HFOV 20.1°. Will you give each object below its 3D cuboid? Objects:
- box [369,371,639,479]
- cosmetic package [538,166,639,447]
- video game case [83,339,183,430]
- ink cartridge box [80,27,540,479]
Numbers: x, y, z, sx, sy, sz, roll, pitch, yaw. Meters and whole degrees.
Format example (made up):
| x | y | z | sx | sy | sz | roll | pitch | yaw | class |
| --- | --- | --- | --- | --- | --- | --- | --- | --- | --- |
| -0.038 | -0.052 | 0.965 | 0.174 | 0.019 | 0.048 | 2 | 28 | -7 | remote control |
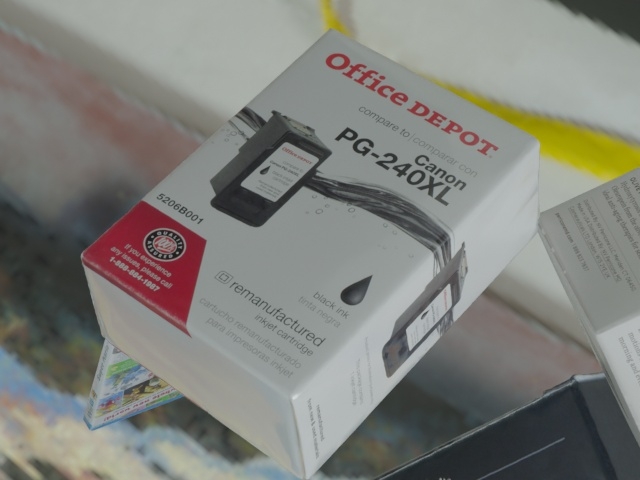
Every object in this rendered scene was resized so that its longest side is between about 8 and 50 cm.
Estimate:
| x | y | z | sx | sy | sz | roll | pitch | yaw | class |
| --- | --- | --- | --- | --- | --- | --- | --- | --- | --- |
| 0.227 | 0.342 | 1.531 | 0.293 | 0.212 | 0.395 | -31 | 73 | 34 | box |
| 0.363 | 0.011 | 1.259 | 0.155 | 0.365 | 0.197 | -109 | -7 | -55 | cosmetic package |
| -0.107 | 0.071 | 1.317 | 0.015 | 0.119 | 0.166 | 54 | 146 | 25 | video game case |
| 0.000 | 0.000 | 0.701 | 0.109 | 0.150 | 0.063 | 31 | 152 | 26 | ink cartridge box |
